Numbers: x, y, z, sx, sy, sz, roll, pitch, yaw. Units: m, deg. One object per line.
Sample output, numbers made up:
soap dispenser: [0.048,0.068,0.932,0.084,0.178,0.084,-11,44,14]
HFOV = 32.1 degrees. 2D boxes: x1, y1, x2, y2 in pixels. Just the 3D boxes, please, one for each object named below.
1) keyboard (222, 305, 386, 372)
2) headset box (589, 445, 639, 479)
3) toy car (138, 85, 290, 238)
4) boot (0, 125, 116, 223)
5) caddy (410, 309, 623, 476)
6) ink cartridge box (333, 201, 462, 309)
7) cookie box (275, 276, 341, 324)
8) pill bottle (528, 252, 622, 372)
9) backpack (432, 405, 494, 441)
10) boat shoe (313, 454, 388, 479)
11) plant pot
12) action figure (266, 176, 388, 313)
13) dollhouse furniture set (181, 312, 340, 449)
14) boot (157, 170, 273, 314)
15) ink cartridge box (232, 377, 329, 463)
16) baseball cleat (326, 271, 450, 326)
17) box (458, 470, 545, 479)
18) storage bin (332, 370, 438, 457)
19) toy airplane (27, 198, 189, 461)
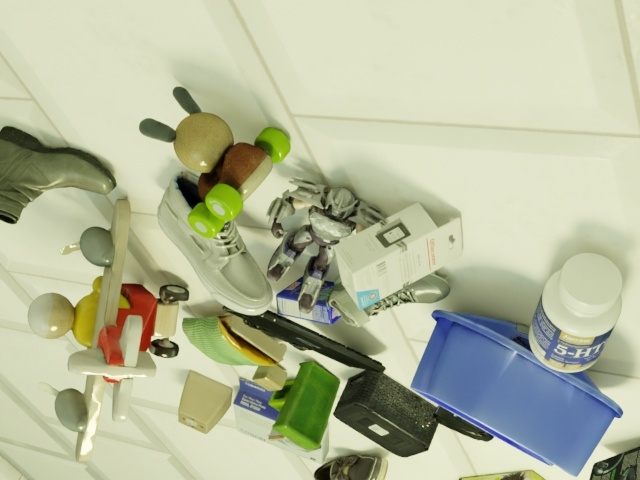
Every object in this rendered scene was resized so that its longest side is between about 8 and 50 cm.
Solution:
keyboard: [-0.041,0.170,2.022,0.317,0.033,0.201,29,164,-34]
headset box: [0.633,0.451,1.876,0.246,0.131,0.283,34,143,-12]
toy car: [-0.169,-0.129,1.612,0.188,0.155,0.149,42,148,-7]
boot: [-0.487,-0.087,1.905,0.246,0.161,0.083,20,150,12]
caddy: [0.311,0.225,1.763,0.341,0.179,0.241,30,173,-6]
ink cartridge box: [0.116,0.016,1.636,0.060,0.180,0.104,56,167,34]
cookie box: [-0.007,0.101,1.894,0.107,0.092,0.040,10,115,28]
pill bottle: [0.365,0.101,1.580,0.112,0.112,0.187,20,150,12]
backpack: [0.273,0.301,1.997,0.114,0.084,0.105,27,151,9]
boat shoe: [0.063,0.535,2.523,0.092,0.103,0.285,28,157,-12]
plant pot: [-0.270,0.376,2.536,0.109,0.096,0.109,22,150,6]
action figure: [0.000,0.000,1.729,0.185,0.099,0.285,32,147,1]
dollhouse furniture set: [-0.143,0.282,2.210,0.301,0.151,0.197,38,149,-26]
boot: [-0.168,0.003,1.815,0.258,0.095,0.123,44,148,10]
ink cartridge box: [-0.088,0.409,2.494,0.223,0.045,0.224,19,150,13]
baseball cleat: [0.105,0.097,1.782,0.206,0.109,0.072,-1,136,36]
box: [0.364,0.532,2.294,0.058,0.087,0.232,35,148,-19]
storage bin: [0.131,0.339,2.173,0.180,0.084,0.122,33,150,-12]
toy airplane: [-0.406,0.169,2.022,0.272,0.386,0.384,13,149,0]
